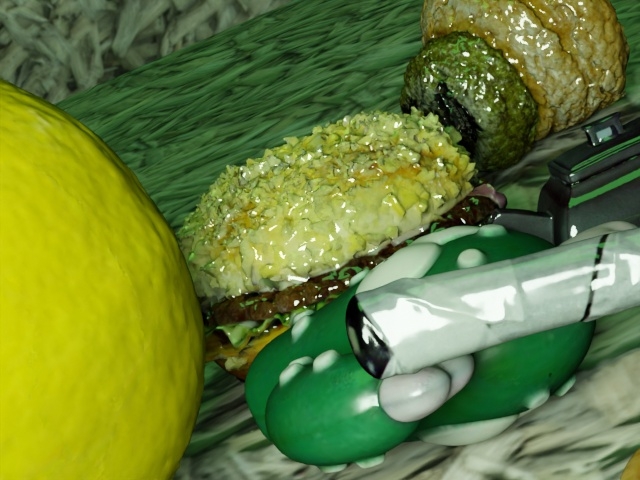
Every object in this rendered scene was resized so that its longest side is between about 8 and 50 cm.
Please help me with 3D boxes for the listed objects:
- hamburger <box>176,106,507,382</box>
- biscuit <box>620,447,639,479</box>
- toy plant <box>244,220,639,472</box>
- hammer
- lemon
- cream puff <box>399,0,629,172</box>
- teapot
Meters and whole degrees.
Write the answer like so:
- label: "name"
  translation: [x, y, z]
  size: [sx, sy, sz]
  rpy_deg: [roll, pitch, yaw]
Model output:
- label: "hamburger"
  translation: [0.000, 0.000, 1.204]
  size: [0.243, 0.138, 0.261]
  rpy_deg: [-21, 11, 24]
- label: "biscuit"
  translation: [0.215, 0.092, 0.761]
  size: [0.186, 0.044, 0.295]
  rpy_deg: [-21, 15, 1]
- label: "toy plant"
  translation: [0.066, 0.055, 0.978]
  size: [0.233, 0.112, 0.243]
  rpy_deg: [-28, 4, -19]
- label: "hammer"
  translation: [0.216, -0.017, 0.810]
  size: [0.427, 0.152, 0.044]
  rpy_deg: [-13, 3, 7]
- label: "lemon"
  translation: [-0.232, 0.069, 0.992]
  size: [0.348, 0.348, 0.348]
  rpy_deg: [-23, 15, 6]
- label: "cream puff"
  translation: [0.138, -0.135, 1.451]
  size: [0.169, 0.183, 0.183]
  rpy_deg: [-45, 22, -23]
- label: "teapot"
  translation: [0.190, -0.032, 1.119]
  size: [0.177, 0.096, 0.087]
  rpy_deg: [-24, 15, -2]
